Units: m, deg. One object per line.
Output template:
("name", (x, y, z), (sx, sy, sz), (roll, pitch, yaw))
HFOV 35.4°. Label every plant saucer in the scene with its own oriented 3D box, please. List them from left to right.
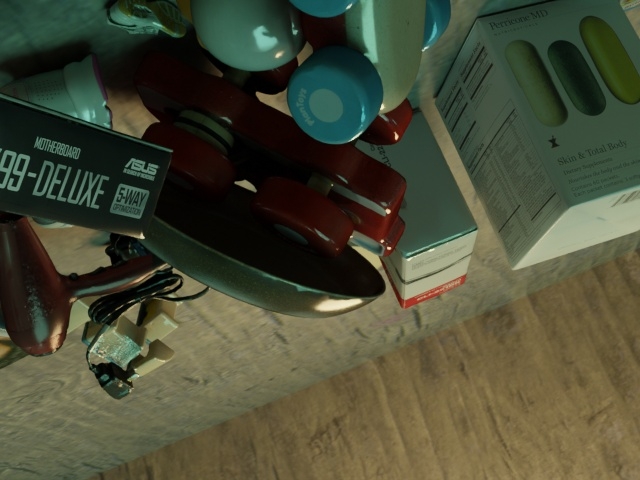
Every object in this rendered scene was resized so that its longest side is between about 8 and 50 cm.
("plant saucer", (-0.081, 0.001, 1.035), (0.310, 0.310, 0.050), (6, 114, -55))

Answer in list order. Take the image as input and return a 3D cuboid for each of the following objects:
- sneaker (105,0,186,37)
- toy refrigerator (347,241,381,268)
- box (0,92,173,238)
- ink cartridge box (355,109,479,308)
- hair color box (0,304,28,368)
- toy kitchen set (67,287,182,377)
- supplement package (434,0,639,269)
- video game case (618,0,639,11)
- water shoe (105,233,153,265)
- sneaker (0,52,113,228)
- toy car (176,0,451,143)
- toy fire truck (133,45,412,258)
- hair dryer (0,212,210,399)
("sneaker", (-0.164, -0.207, 0.936), (0.037, 0.032, 0.083), (-18, 162, 36))
("toy refrigerator", (0.000, 0.000, 1.597), (0.269, 0.094, 0.102), (0, 146, -50))
("box", (-0.302, -0.092, 0.725), (0.307, 0.077, 0.242), (20, -178, 30))
("ink cartridge box", (0.131, -0.038, 1.463), (0.114, 0.197, 0.273), (-22, 162, -3))
("hair color box", (-0.516, 0.092, 1.242), (0.185, 0.114, 0.374), (-26, 162, 11))
("toy kitchen set", (-0.339, 0.115, 1.587), (0.122, 0.166, 0.207), (-31, 123, 25))
("supplement package", (0.304, -0.139, 1.267), (0.199, 0.263, 0.198), (-16, 160, -16))
("video game case", (0.432, -0.345, 1.227), (0.119, 0.015, 0.166), (-21, 161, -5))
("water shoe", (-0.239, -0.003, 1.347), (0.080, 0.073, 0.203), (-10, 158, -26))
("sneaker", (-0.286, -0.094, 1.017), (0.111, 0.103, 0.252), (-8, 152, -24))
("toy car", (-0.033, -0.220, 0.857), (0.219, 0.237, 0.210), (-54, 148, -48))
("toy fire truck", (-0.048, -0.085, 1.049), (0.169, 0.302, 0.254), (-63, 173, -14))
("hair dryer", (-0.303, 0.056, 1.285), (0.293, 0.080, 0.224), (38, 85, -38))
